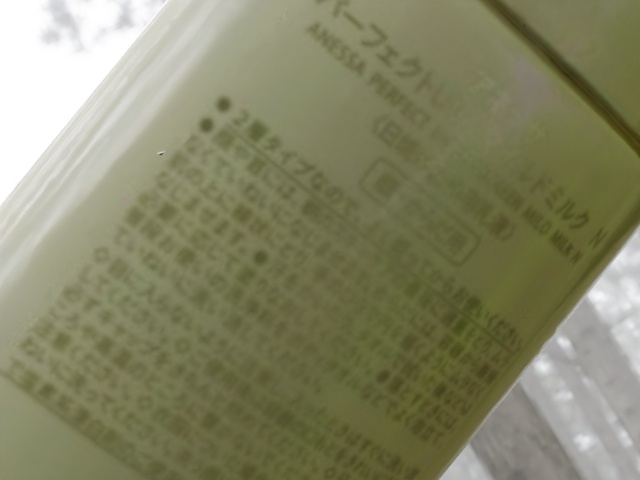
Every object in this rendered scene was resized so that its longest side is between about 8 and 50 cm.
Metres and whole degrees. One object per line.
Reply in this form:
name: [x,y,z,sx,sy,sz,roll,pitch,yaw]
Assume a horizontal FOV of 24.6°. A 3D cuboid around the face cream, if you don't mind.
face cream: [0.000,0.000,0.455,0.173,0.081,0.348,37,-88,-26]
